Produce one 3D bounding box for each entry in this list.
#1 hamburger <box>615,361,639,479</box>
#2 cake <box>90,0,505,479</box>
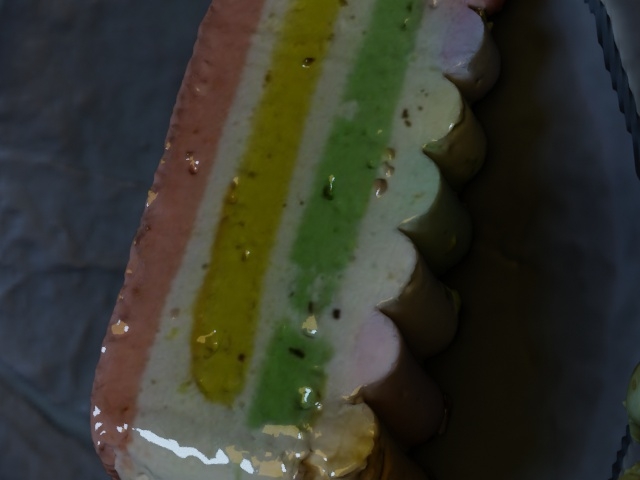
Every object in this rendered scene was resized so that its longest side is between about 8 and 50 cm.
[{"bbox_3d":[0.174,0.082,0.588,0.185,0.159,0.131,9,67,-25],"label":"hamburger"},{"bbox_3d":[-0.008,-0.004,0.687,0.109,0.090,0.225,6,82,22],"label":"cake"}]
